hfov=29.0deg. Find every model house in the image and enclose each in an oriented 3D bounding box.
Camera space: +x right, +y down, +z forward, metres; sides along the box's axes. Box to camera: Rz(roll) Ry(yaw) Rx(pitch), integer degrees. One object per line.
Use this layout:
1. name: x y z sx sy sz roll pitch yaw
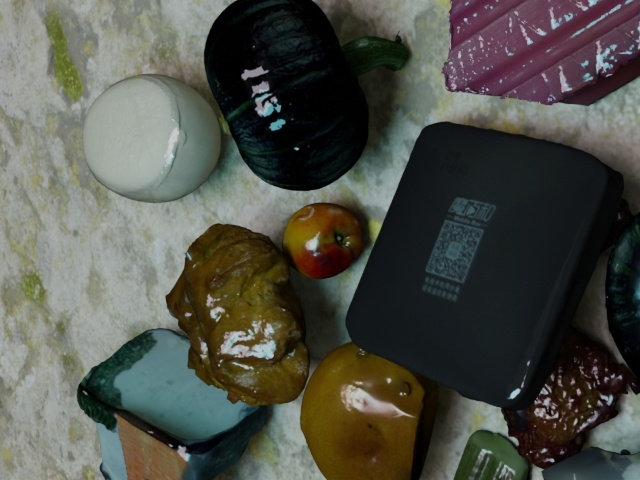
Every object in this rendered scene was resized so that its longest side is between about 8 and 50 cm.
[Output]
1. model house: -0.212 0.314 1.772 0.253 0.184 0.291 24 125 30

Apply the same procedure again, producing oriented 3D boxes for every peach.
1. peach: 0.000 -0.001 1.569 0.101 0.101 0.100 7 101 41

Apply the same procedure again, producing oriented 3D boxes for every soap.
1. soap: 0.250 -0.231 1.303 0.289 0.112 0.182 -31 75 40

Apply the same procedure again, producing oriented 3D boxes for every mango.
1. mango: 0.058 0.222 1.520 0.166 0.136 0.236 17 124 19

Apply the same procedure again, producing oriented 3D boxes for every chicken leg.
1. chicken leg: 0.265 0.104 1.369 0.177 0.083 0.322 1 98 33

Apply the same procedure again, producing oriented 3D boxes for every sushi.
1. sushi: 0.382 0.253 1.274 0.273 0.109 0.134 -28 62 23

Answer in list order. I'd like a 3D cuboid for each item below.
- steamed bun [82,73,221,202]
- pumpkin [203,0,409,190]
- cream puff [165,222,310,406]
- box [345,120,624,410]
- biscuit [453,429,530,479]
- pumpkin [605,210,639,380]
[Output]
1. steamed bun: -0.227 -0.139 1.724 0.228 0.131 0.177 4 89 42
2. pumpkin: -0.011 -0.192 1.489 0.248 0.248 0.248 7 101 41
3. cream puff: -0.100 0.096 1.600 0.269 0.155 0.241 157 99 -67
4. box: 0.170 0.020 1.353 0.290 0.073 0.289 18 85 50
5. biscuit: 0.174 0.382 1.508 0.099 0.038 0.322 32 116 37
6. pumpkin: 0.385 0.057 1.193 0.233 0.163 0.233 5 97 40
